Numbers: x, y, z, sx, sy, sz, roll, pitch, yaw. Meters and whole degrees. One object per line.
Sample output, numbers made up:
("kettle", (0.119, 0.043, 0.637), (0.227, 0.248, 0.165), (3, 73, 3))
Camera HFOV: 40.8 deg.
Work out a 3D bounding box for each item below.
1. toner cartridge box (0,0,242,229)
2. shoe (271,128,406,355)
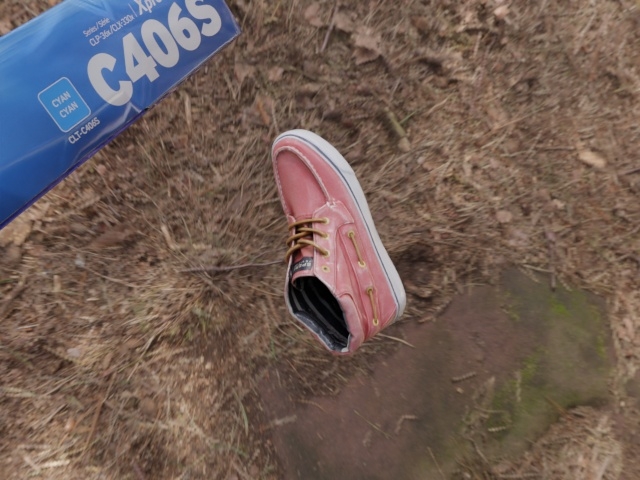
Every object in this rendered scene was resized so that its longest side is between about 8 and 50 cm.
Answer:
("toner cartridge box", (-0.200, -0.046, 0.461), (0.075, 0.165, 0.348), (58, 41, -20))
("shoe", (0.000, 0.000, 0.671), (0.081, 0.063, 0.178), (-33, 96, -51))
